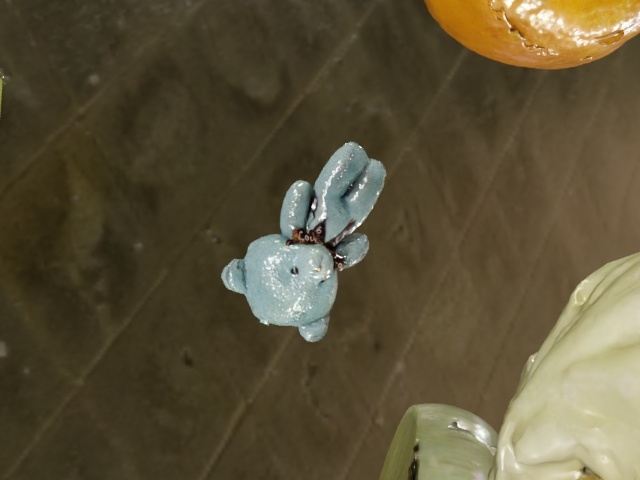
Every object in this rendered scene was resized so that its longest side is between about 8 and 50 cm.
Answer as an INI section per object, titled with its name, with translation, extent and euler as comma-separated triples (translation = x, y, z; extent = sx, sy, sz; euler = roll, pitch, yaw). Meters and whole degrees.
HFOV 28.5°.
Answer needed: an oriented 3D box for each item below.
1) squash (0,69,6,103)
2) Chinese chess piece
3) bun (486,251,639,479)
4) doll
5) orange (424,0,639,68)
[squash]
translation = -0.435, -0.130, 1.280
extent = 0.220, 0.220, 0.133
euler = 26, 63, -53
[Chinese chess piece]
translation = 0.102, 0.270, 1.204
extent = 0.238, 0.092, 0.238
euler = -163, -90, -90
[bun]
translation = 0.172, 0.146, 0.582
extent = 0.213, 0.361, 0.361
euler = 26, 54, -18
[doll]
translation = 0.001, 0.002, 1.129
extent = 0.120, 0.180, 0.075
euler = 35, 6, -25
[orange]
translation = 0.204, -0.297, 1.134
extent = 0.284, 0.284, 0.226
euler = 58, -2, -31
